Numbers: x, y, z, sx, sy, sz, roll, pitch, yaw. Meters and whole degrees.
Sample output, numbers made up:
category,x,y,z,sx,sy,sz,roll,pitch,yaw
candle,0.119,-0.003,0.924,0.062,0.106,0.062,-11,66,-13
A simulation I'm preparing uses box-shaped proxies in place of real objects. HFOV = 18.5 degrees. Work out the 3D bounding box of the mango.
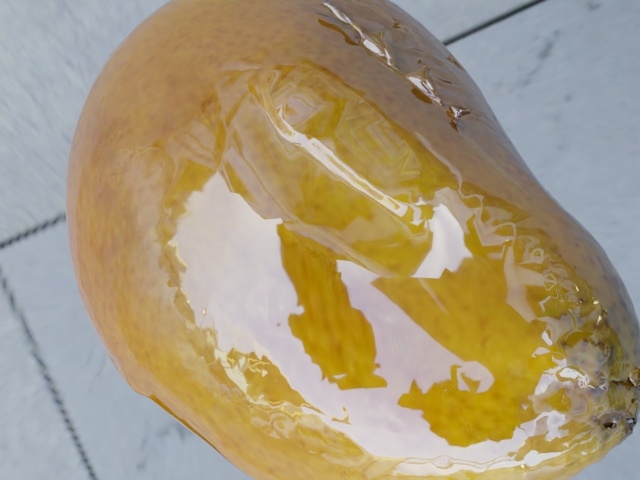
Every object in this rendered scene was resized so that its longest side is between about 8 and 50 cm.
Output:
category,x,y,z,sx,sy,sz,roll,pitch,yaw
mango,-0.002,-0.003,0.433,0.105,0.159,0.084,-31,126,-10
